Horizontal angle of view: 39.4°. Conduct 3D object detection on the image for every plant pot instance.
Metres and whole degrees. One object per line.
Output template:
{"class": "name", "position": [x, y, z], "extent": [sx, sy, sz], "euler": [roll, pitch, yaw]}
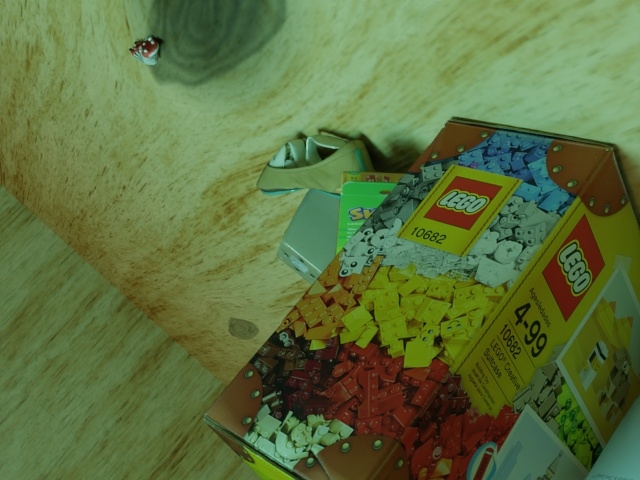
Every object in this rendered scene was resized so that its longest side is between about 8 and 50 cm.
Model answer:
{"class": "plant pot", "position": [0.000, 0.000, 1.218], "extent": [0.109, 0.096, 0.109], "euler": [39, 162, 4]}

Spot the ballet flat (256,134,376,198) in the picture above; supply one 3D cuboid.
{"class": "ballet flat", "position": [-0.009, -0.094, 1.096], "extent": [0.232, 0.080, 0.073], "euler": [7, 114, 54]}

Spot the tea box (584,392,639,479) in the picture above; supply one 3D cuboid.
{"class": "tea box", "position": [0.449, 0.223, 0.672], "extent": [0.323, 0.220, 0.329], "euler": [44, 161, -8]}

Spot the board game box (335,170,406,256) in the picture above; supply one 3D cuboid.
{"class": "board game box", "position": [0.081, -0.015, 1.032], "extent": [0.124, 0.039, 0.259], "euler": [2, 159, 0]}

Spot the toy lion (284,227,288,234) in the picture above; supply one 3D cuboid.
{"class": "toy lion", "position": [-0.013, 0.016, 1.388], "extent": [0.100, 0.034, 0.096], "euler": [11, 138, 55]}

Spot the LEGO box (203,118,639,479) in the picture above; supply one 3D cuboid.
{"class": "LEGO box", "position": [0.179, 0.195, 0.889], "extent": [0.193, 0.372, 0.500], "euler": [19, 152, 46]}

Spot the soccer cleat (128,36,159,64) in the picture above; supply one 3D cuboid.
{"class": "soccer cleat", "position": [-0.230, -0.252, 1.204], "extent": [0.036, 0.029, 0.083], "euler": [41, 166, -30]}
